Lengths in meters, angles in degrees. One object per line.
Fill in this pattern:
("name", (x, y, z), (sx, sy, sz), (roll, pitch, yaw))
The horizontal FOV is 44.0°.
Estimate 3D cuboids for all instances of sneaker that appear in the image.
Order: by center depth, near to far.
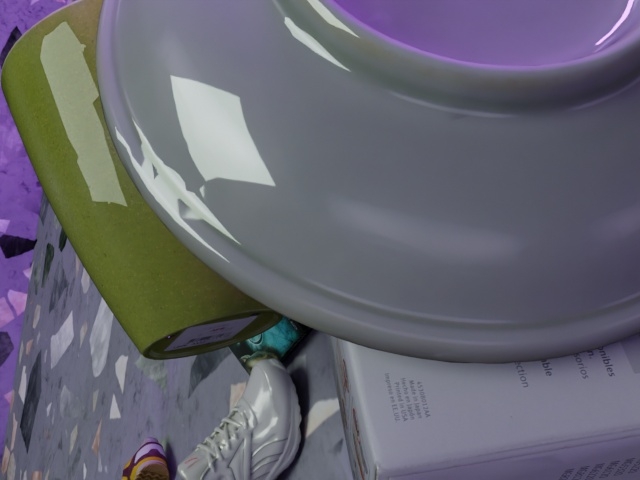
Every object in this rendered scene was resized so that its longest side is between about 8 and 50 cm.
("sneaker", (-0.097, 0.242, 0.888), (0.090, 0.115, 0.232), (25, 102, 60))
("sneaker", (-0.280, 0.392, 1.215), (0.185, 0.070, 0.084), (-62, 24, 16))

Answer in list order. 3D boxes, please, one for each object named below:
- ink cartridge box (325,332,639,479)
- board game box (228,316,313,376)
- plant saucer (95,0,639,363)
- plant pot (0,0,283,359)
("ink cartridge box", (0.134, 0.003, 0.504), (0.130, 0.272, 0.309), (89, 173, -53))
("board game box", (-0.097, 0.068, 0.951), (0.186, 0.026, 0.126), (51, 131, 16))
("plant saucer", (0.076, -0.136, 0.434), (0.100, 0.401, 0.400), (101, 165, -60))
("plant pot", (-0.140, -0.044, 0.774), (0.275, 0.275, 0.293), (-38, 65, 49))
